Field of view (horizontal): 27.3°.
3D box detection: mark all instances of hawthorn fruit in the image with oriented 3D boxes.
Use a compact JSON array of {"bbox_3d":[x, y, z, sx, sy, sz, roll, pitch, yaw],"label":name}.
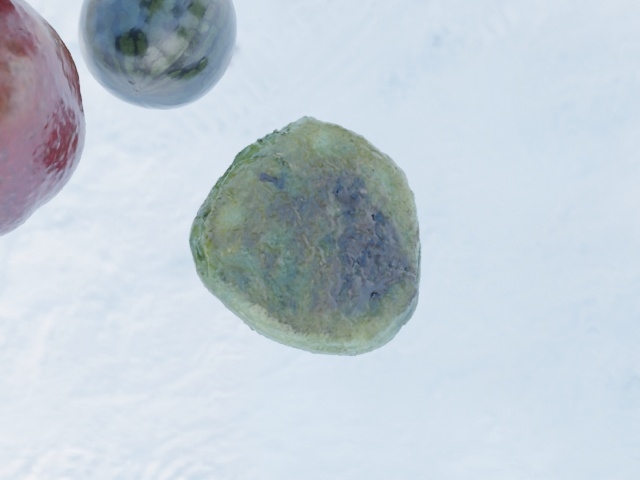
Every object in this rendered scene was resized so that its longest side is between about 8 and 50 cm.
[{"bbox_3d":[-0.396,-0.156,1.353,0.285,0.369,0.284,-1,70,2],"label":"hawthorn fruit"}]

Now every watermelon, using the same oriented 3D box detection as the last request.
[{"bbox_3d":[-0.210,-0.276,1.717,0.212,0.212,0.212,-5,76,21],"label":"watermelon"}]

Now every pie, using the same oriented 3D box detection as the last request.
[{"bbox_3d":[0.000,0.000,1.636,0.323,0.070,0.323,9,66,-20],"label":"pie"}]
